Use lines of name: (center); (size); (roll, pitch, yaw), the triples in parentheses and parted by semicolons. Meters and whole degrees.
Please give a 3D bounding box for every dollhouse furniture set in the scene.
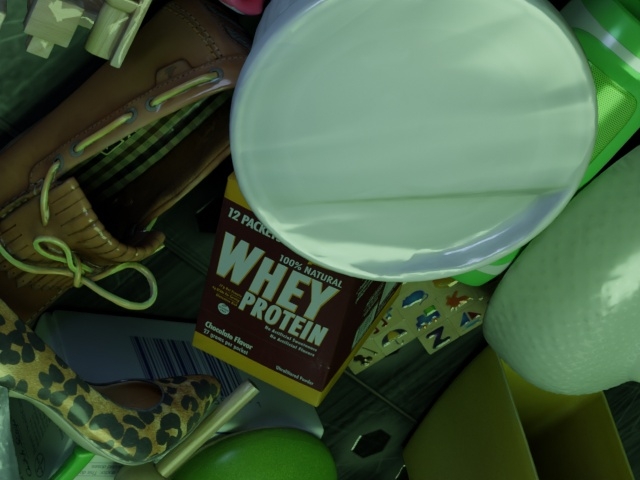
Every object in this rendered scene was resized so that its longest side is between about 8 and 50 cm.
dollhouse furniture set: (-0.193, -0.217, 1.161); (0.151, 0.144, 0.123); (19, 117, -22)

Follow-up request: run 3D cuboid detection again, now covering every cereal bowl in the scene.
cereal bowl: (0.332, 0.040, 1.588); (0.339, 0.141, 0.339); (-32, 156, -16)

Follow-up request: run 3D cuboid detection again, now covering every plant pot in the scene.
plant pot: (0.218, 0.269, 1.802); (0.187, 0.212, 0.212); (-36, 139, 29)

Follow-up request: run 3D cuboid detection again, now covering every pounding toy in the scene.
pounding toy: (-0.066, 0.262, 1.478); (0.183, 0.110, 0.237); (-33, 138, 5)

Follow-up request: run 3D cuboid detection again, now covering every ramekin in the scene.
ramekin: (0.065, -0.109, 1.186); (0.273, 0.127, 0.273); (-2, 127, -2)

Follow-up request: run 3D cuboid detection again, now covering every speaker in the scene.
speaker: (0.205, -0.098, 1.479); (0.131, 0.131, 0.296); (20, 120, -40)

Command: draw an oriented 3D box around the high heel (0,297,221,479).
high heel: (-0.189, 0.098, 1.327); (0.261, 0.093, 0.186); (-18, 109, -40)

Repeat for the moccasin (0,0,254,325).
moccasin: (-0.185, -0.029, 1.324); (0.380, 0.147, 0.139); (-39, 139, 12)

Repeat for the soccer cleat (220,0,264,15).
soccer cleat: (0.016, -0.305, 1.182); (0.108, 0.116, 0.318); (26, 116, -42)

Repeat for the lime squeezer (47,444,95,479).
lime squeezer: (-0.286, 0.306, 1.465); (0.110, 0.059, 0.310); (-15, 134, -36)

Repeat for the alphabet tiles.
alphabet tiles: (0.113, 0.050, 1.663); (0.237, 0.009, 0.198); (-31, 138, 4)

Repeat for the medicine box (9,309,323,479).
medicine box: (-0.187, 0.230, 1.576); (0.263, 0.149, 0.289); (7, 128, -33)

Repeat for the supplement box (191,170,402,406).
supplement box: (0.000, 0.000, 1.395); (0.191, 0.129, 0.194); (-50, 161, -49)
